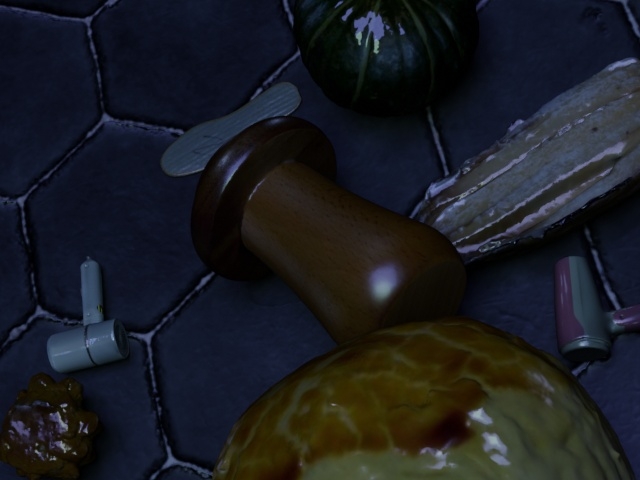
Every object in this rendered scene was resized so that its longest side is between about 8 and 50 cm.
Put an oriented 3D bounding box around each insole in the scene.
[{"bbox_3d":[-0.107,-0.130,1.586,0.188,0.004,0.064,-31,65,1],"label":"insole"}]

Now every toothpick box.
[{"bbox_3d":[0.000,0.000,1.388,0.294,0.192,0.192,37,81,31],"label":"toothpick box"}]

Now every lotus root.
[{"bbox_3d":[0.251,-0.059,1.427,0.329,0.078,0.167,-31,43,5],"label":"lotus root"}]

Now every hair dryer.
[{"bbox_3d":[0.317,0.069,1.373,0.154,0.054,0.106,-1,63,4],"label":"hair dryer"},{"bbox_3d":[-0.265,0.080,1.520,0.082,0.047,0.137,-14,59,10],"label":"hair dryer"}]

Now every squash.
[{"bbox_3d":[0.074,-0.241,1.491,0.218,0.172,0.218,-7,59,12],"label":"squash"}]

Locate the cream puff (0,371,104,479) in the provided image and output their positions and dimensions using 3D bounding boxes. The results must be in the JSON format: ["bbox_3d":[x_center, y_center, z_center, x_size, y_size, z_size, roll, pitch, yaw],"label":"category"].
[{"bbox_3d":[-0.291,0.205,1.450,0.116,0.094,0.122,-31,86,4],"label":"cream puff"}]

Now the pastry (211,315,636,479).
[{"bbox_3d":[0.081,0.232,1.178,0.388,0.388,0.312,-38,91,-3],"label":"pastry"}]
